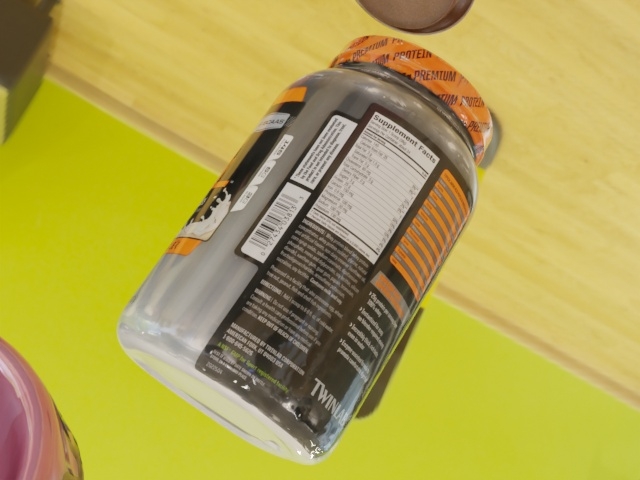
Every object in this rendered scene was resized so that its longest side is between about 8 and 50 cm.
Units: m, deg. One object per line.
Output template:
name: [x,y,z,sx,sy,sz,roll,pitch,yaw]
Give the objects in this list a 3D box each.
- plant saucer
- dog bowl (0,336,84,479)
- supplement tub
plant saucer: [0.089,-0.294,0.956,0.168,0.168,0.029,30,160,-14]
dog bowl: [-0.320,0.178,0.501,0.408,0.408,0.150,18,122,18]
supplement tub: [0.000,0.000,0.433,0.117,0.190,0.117,29,160,12]
